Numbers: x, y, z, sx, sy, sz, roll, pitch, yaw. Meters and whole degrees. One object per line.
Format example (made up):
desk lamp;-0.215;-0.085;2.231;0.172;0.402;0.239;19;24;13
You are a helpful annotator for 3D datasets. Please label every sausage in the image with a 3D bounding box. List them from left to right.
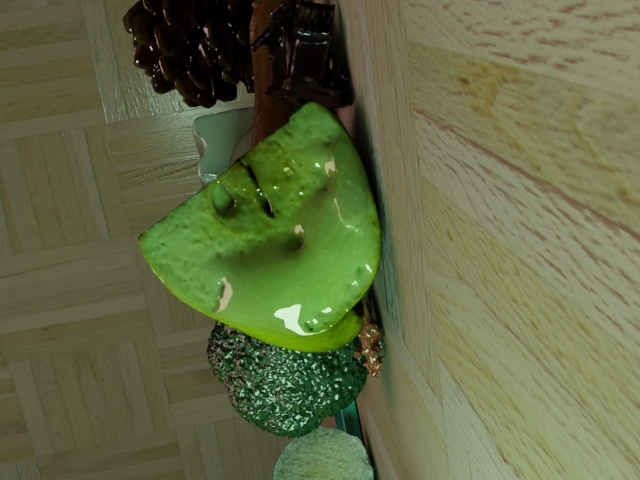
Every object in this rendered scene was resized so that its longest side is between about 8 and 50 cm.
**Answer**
sausage;-0.063;-0.201;1.406;0.123;0.136;0.501;111;160;-77

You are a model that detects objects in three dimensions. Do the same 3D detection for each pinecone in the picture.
pinecone;-0.238;-0.509;1.841;0.398;0.397;0.398;170;90;-84

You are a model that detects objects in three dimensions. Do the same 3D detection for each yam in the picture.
yam;0.024;0.615;1.774;0.241;0.240;0.348;-108;7;-55

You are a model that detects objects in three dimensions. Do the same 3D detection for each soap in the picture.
soap;-0.151;-0.165;1.909;0.446;0.261;0.156;99;160;-76

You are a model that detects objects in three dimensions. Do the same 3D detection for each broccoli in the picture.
broccoli;-0.047;0.193;1.390;0.297;0.297;0.298;87;171;-75

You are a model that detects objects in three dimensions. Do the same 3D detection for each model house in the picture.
model house;-0.018;-0.291;1.239;0.203;0.141;0.164;14;95;62

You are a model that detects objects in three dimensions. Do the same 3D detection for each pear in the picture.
pear;-0.042;0.016;1.189;0.318;0.342;0.238;54;-175;6

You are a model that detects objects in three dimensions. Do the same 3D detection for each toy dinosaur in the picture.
toy dinosaur;0.076;0.146;1.278;0.055;0.049;0.154;-16;-82;-60

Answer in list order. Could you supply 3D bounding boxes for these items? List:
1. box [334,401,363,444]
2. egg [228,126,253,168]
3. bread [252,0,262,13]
box;0.066;0.454;1.960;0.226;0.042;0.161;106;154;-77
egg;-0.078;-0.116;1.565;0.203;0.202;0.283;87;173;-51
bread;-0.076;-0.388;1.616;0.222;0.096;0.182;134;125;-85
